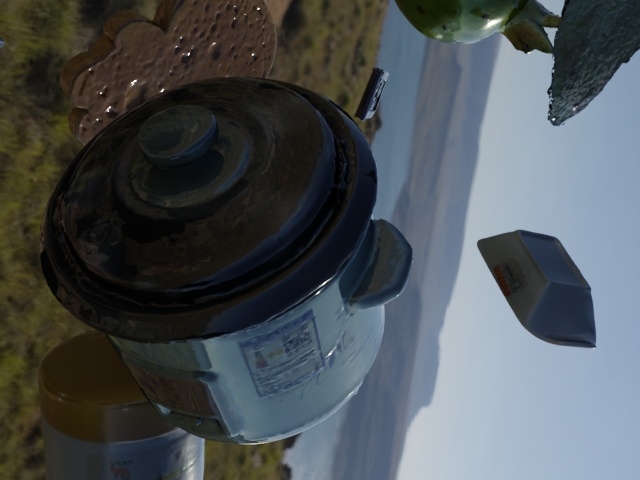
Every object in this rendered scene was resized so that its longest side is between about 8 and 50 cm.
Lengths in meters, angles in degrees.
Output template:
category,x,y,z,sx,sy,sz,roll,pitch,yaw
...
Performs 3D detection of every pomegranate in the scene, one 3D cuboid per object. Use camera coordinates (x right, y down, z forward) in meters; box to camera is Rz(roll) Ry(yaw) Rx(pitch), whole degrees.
category,x,y,z,sx,sy,sz,roll,pitch,yaw
pomegranate,0.270,-0.435,1.272,0.260,0.340,0.260,-54,-178,2

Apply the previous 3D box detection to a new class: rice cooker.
category,x,y,z,sx,sy,sz,roll,pitch,yaw
rice cooker,-0.074,0.013,0.643,0.317,0.316,0.264,88,25,-54

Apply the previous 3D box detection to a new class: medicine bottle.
category,x,y,z,sx,sy,sz,roll,pitch,yaw
medicine bottle,-0.287,0.277,1.143,0.238,0.237,0.232,-58,153,-67

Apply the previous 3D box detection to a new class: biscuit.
category,x,y,z,sx,sy,sz,roll,pitch,yaw
biscuit,-0.172,-0.204,0.913,0.288,0.044,0.202,-31,142,-26

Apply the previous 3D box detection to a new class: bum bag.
category,x,y,z,sx,sy,sz,roll,pitch,yaw
bum bag,0.108,-0.302,1.588,0.159,0.026,0.109,-44,156,-75

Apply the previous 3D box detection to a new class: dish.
category,x,y,z,sx,sy,sz,roll,pitch,yaw
dish,0.355,0.068,1.193,0.064,0.154,0.234,-60,-146,35

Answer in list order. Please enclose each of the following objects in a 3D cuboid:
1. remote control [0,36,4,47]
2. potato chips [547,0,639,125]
category,x,y,z,sx,sy,sz,roll,pitch,yaw
remote control,-0.630,-0.364,1.428,0.027,0.043,0.152,63,5,-15
potato chips,0.256,-0.194,0.660,0.026,0.142,0.209,49,-36,45
